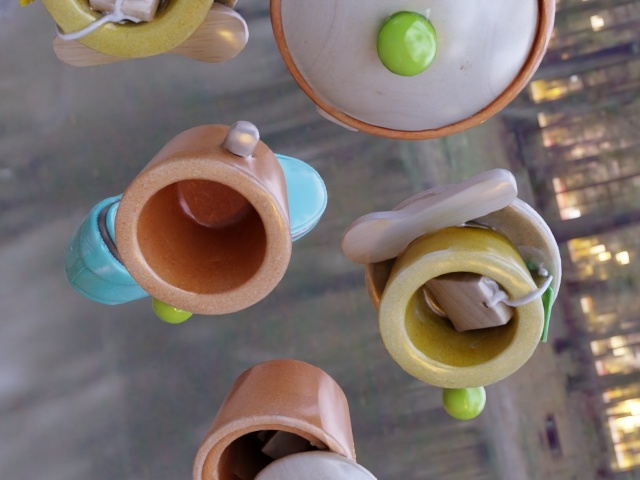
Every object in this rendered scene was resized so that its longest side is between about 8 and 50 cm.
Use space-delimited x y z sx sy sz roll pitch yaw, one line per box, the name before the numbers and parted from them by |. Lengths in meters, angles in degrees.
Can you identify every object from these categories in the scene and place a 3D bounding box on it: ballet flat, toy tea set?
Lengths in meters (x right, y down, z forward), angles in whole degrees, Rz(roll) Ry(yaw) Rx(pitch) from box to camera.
ballet flat | -0.096 -0.011 0.938 0.247 0.087 0.083 -19 80 -52
toy tea set | 0.000 0.000 0.494 0.124 0.200 0.336 -80 160 -60
